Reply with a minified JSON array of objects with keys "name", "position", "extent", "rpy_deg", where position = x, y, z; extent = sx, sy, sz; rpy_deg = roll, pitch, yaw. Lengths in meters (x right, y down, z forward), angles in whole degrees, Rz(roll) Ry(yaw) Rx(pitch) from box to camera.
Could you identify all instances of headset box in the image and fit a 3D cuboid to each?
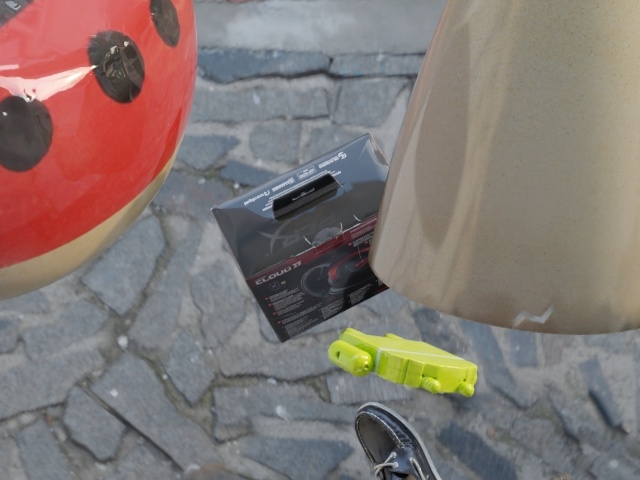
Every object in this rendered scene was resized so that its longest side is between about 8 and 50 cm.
[{"name":"headset box","position":[0.000,0.000,1.170],"extent":[0.218,0.293,0.110],"rpy_deg":[-27,67,-3]}]

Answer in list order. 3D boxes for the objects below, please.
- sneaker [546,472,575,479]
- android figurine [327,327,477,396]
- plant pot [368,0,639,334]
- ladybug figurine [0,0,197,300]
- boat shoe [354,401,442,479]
[{"name":"sneaker","position":[0.395,0.513,1.614],"extent":[0.145,0.385,0.147],"rpy_deg":[-39,72,20]},{"name":"android figurine","position":[0.143,0.201,1.497],"extent":[0.248,0.273,0.056],"rpy_deg":[10,95,-29]},{"name":"plant pot","position":[0.176,-0.102,0.721],"extent":[0.257,0.274,0.256],"rpy_deg":[3,20,-1]},{"name":"ladybug figurine","position":[-0.227,-0.146,0.666],"extent":[0.305,0.162,0.449],"rpy_deg":[31,44,-17]},{"name":"boat shoe","position":[0.064,0.185,0.715],"extent":[0.038,0.046,0.125],"rpy_deg":[-22,76,-53]}]
